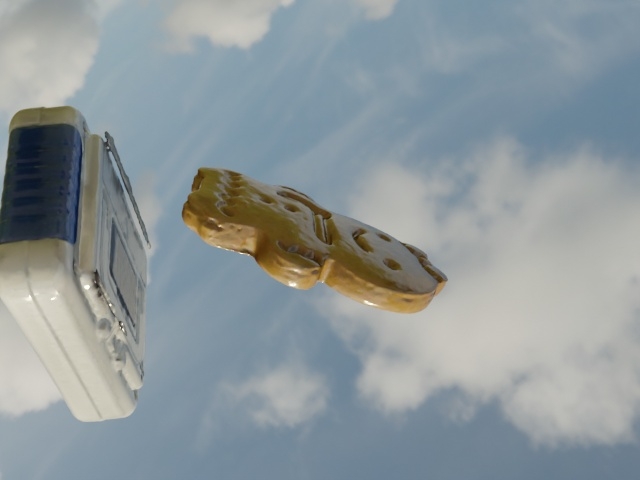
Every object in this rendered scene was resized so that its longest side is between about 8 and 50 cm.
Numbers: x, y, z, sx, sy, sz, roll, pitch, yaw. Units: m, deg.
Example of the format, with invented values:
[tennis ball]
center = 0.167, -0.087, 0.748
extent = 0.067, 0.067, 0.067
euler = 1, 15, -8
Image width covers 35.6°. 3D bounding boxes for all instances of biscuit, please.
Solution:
[biscuit]
center = -0.002, -0.001, 0.649
extent = 0.027, 0.184, 0.133
euler = -65, 179, 18

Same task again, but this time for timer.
[timer]
center = -0.194, 0.026, 0.829
extent = 0.078, 0.253, 0.178
euler = -6, -124, -1
